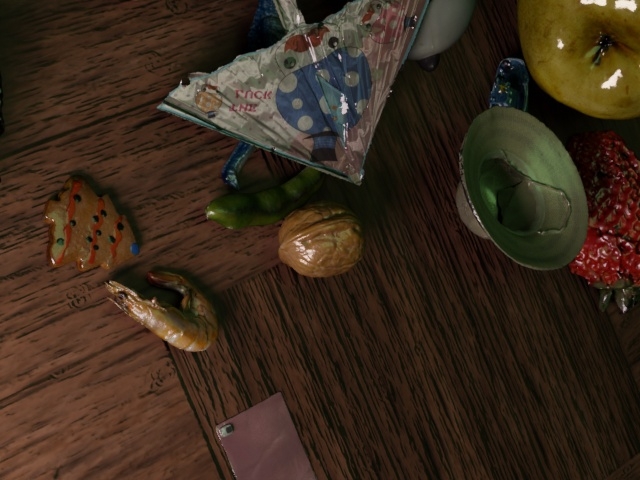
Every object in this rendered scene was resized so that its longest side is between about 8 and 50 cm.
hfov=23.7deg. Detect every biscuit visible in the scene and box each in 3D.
[{"bbox_3d":[-0.265,-0.012,1.775,0.130,0.019,0.119,25,64,-32],"label":"biscuit"}]

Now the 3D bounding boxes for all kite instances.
[{"bbox_3d":[-0.013,-0.229,1.901,0.406,0.014,0.368,-27,114,-10],"label":"kite"}]

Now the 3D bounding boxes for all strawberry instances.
[{"bbox_3d":[0.456,-0.035,2.301,0.188,0.106,0.286,-11,85,-41],"label":"strawberry"}]

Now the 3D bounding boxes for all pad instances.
[{"bbox_3d":[-0.053,0.292,1.878,0.113,0.006,0.187,-25,95,-40],"label":"pad"}]

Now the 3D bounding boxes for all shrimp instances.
[{"bbox_3d":[-0.183,0.070,1.804,0.162,0.045,0.095,33,60,-26],"label":"shrimp"}]

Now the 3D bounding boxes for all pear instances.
[{"bbox_3d":[0.435,-0.344,2.254,0.304,0.304,0.303,11,73,-36],"label":"pear"}]

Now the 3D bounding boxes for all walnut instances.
[{"bbox_3d":[0.000,0.000,1.934,0.124,0.105,0.105,-7,83,-31],"label":"walnut"}]

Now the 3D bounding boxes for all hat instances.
[{"bbox_3d":[0.252,-0.058,2.141,0.252,0.110,0.252,18,60,-33],"label":"hat"}]

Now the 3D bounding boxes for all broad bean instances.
[{"bbox_3d":[-0.061,-0.058,1.935,0.227,0.039,0.069,-32,121,-40],"label":"broad bean"}]

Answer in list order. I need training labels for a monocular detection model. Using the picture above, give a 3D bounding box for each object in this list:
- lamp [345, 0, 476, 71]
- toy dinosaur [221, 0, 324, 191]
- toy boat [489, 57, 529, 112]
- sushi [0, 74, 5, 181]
[{"bbox_3d":[0.115,-0.358,2.053,0.198,0.198,0.243,19,42,-34],"label":"lamp"},{"bbox_3d":[-0.048,-0.234,1.966,0.147,0.076,0.362,8,80,-25],"label":"toy dinosaur"},{"bbox_3d":[0.272,-0.203,2.224,0.061,0.060,0.137,28,67,-52],"label":"toy boat"},{"bbox_3d":[-0.410,-0.108,1.616,0.136,0.126,0.225,5,78,-38],"label":"sushi"}]
